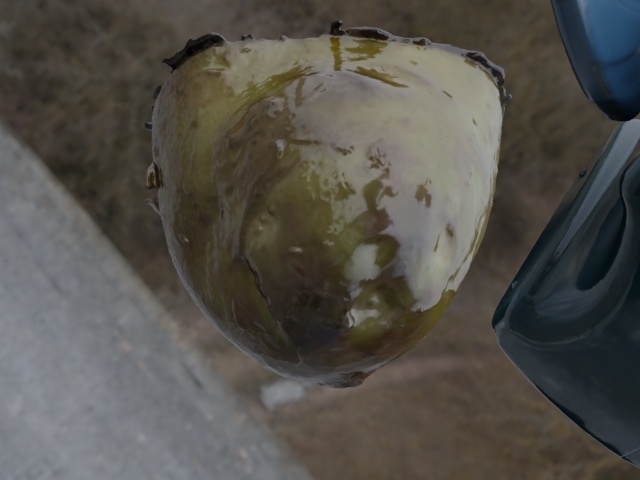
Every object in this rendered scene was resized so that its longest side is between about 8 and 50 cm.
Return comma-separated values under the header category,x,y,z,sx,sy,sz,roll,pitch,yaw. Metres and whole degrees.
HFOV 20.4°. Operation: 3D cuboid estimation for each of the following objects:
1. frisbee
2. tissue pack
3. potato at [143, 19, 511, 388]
category,x,y,z,sx,sy,sz,roll,pitch,yaw
frisbee,0.139,-0.200,0.837,0.289,0.049,0.289,-7,90,-72
tissue pack,0.233,0.007,0.899,0.206,0.287,0.198,35,58,3
potato,0.000,0.000,1.344,0.288,0.301,0.237,81,8,-56
